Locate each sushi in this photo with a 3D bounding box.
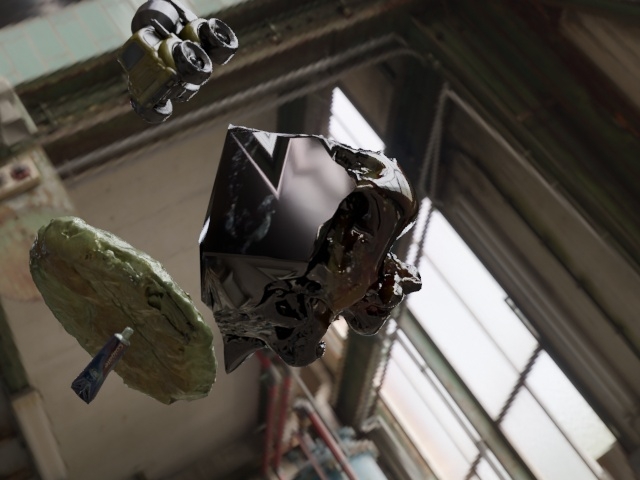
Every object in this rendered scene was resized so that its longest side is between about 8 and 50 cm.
[{"bbox_3d":[0.000,-0.001,1.037,0.212,0.215,0.227,3,-36,4],"label":"sushi"}]

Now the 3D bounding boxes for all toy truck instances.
[{"bbox_3d":[-0.253,-0.307,1.649,0.147,0.165,0.224,-38,12,31],"label":"toy truck"}]

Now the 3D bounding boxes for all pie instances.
[{"bbox_3d":[-0.246,0.088,1.281,0.071,0.306,0.306,-54,-13,-34],"label":"pie"}]

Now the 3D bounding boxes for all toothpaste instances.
[{"bbox_3d":[-0.210,0.119,0.990,0.083,0.027,0.019,-52,-2,-1],"label":"toothpaste"}]
